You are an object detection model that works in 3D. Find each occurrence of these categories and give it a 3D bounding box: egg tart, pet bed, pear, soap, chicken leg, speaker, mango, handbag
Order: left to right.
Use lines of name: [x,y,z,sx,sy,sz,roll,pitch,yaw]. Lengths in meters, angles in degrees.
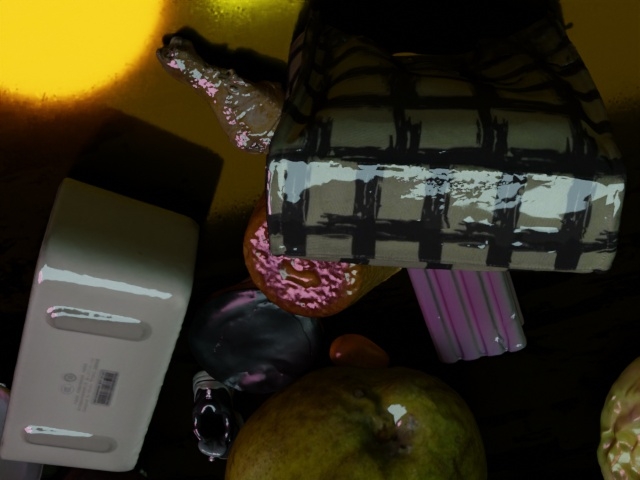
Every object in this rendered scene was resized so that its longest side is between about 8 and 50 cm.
speaker: [-0.292,0.129,1.366,0.184,0.183,0.406,13,128,-12]
chicken leg: [-0.103,-0.163,1.198,0.197,0.069,0.085,34,121,-11]
pet bed: [-0.085,0.133,1.428,0.201,0.053,0.201,2,126,3]
egg tart: [0.000,0.000,1.230,0.202,0.147,0.203,12,123,19]
pear: [0.050,0.340,1.400,0.351,0.352,0.413,11,140,-4]
mango: [0.055,0.159,1.440,0.089,0.046,0.060,16,127,-12]
handbag: [0.119,-0.114,1.054,0.325,0.327,0.163,3,126,2]
soap: [0.185,0.061,1.343,0.122,0.066,0.203,-12,125,15]

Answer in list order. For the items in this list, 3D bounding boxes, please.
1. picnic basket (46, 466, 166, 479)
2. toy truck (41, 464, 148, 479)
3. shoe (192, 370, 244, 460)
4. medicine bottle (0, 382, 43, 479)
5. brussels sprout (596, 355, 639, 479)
picnic basket: [-0.372,0.415,1.505,0.129,0.222,0.297,47,120,-6]
toy truck: [-0.358,0.371,1.618,0.175,0.067,0.081,-4,128,9]
shoe: [-0.152,0.273,1.509,0.071,0.099,0.169,-3,128,3]
medicine bottle: [-0.580,0.353,1.516,0.245,0.245,0.290,37,123,-22]
brussels sprout: [0.530,0.270,1.350,0.343,0.268,0.344,4,120,6]
